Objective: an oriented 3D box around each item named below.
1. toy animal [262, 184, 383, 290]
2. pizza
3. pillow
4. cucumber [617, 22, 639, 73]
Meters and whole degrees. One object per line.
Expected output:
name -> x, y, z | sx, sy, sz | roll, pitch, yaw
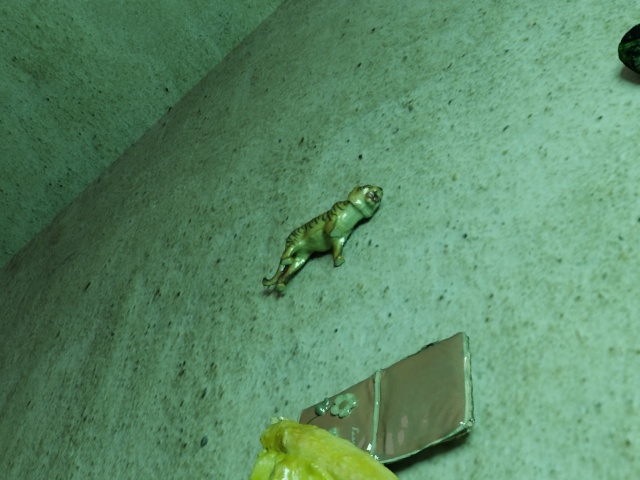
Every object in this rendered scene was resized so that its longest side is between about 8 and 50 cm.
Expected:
toy animal -> 0.000, 0.000, 1.084 | 0.241, 0.057, 0.099 | -33, 25, 33
pizza -> -0.025, 0.312, 0.627 | 0.280, 0.075, 0.287 | 15, 63, 44
pillow -> 0.062, 0.185, 0.760 | 0.232, 0.043, 0.126 | -33, 32, 27
cucumber -> 0.395, -0.205, 0.723 | 0.074, 0.074, 0.241 | -55, 26, -10
